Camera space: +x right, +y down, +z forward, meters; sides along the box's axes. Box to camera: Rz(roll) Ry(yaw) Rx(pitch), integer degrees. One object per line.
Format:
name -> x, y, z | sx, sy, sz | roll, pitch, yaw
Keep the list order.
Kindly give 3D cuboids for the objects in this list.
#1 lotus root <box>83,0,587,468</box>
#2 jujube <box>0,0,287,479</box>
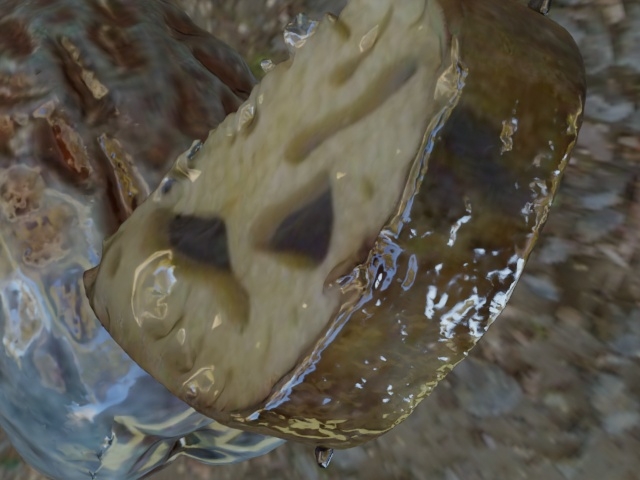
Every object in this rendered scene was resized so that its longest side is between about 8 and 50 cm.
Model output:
lotus root -> 0.000, 0.000, 0.780 | 0.074, 0.170, 0.261 | 23, 126, -36
jujube -> -0.114, -0.011, 1.097 | 0.215, 0.246, 0.308 | -19, 66, -8
